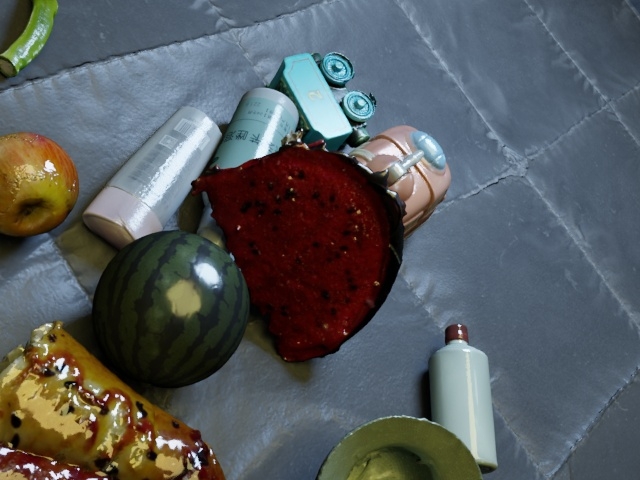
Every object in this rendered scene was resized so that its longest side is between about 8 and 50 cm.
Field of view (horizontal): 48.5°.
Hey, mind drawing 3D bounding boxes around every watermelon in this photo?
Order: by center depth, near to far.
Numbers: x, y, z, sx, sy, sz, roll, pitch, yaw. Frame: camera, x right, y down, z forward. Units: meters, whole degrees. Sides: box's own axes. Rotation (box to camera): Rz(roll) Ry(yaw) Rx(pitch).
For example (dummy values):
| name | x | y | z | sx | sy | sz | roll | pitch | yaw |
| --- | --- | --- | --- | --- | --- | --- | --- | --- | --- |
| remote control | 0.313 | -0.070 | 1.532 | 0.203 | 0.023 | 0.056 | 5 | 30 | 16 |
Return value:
| name | x | y | z | sx | sy | sz | roll | pitch | yaw |
| --- | --- | --- | --- | --- | --- | --- | --- | --- | --- |
| watermelon | -0.199 | 0.094 | 0.952 | 0.212 | 0.212 | 0.212 | 14 | 58 | -24 |

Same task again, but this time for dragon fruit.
| name | x | y | z | sx | sy | sz | roll | pitch | yaw |
| --- | --- | --- | --- | --- | --- | --- | --- | --- | --- |
| dragon fruit | 0.000 | 0.000 | 1.083 | 0.100 | 0.282 | 0.343 | -81 | 151 | -70 |

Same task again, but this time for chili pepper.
| name | x | y | z | sx | sy | sz | roll | pitch | yaw |
| --- | --- | --- | --- | --- | --- | --- | --- | --- | --- |
| chili pepper | -0.461 | -0.339 | 1.139 | 0.052 | 0.050 | 0.202 | 52 | 36 | -47 |

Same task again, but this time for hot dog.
| name | x | y | z | sx | sy | sz | roll | pitch | yaw |
| --- | --- | --- | --- | --- | --- | --- | --- | --- | --- |
| hot dog | -0.287 | 0.327 | 0.787 | 0.365 | 0.196 | 0.367 | 41 | 54 | -10 |

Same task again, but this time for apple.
| name | x | y | z | sx | sy | sz | roll | pitch | yaw |
| --- | --- | --- | --- | --- | --- | --- | --- | --- | --- |
| apple | -0.400 | -0.071 | 0.962 | 0.146 | 0.146 | 0.146 | 14 | 58 | -24 |

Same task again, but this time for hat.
| name | x | y | z | sx | sy | sz | roll | pitch | yaw |
| --- | --- | --- | --- | --- | --- | --- | --- | --- | --- |
| hat | 0.091 | 0.362 | 1.016 | 0.257 | 0.130 | 0.257 | 0 | 89 | -16 |

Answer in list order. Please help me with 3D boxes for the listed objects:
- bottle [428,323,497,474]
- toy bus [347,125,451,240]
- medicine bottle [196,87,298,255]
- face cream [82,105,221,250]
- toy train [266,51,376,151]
| name | x | y | z | sx | sy | sz | roll | pitch | yaw |
| --- | --- | --- | --- | --- | --- | --- | --- | --- | --- |
| bottle | 0.235 | 0.259 | 1.189 | 0.104 | 0.104 | 0.245 | 16 | 57 | -23 |
| toy bus | 0.100 | -0.087 | 1.222 | 0.287 | 0.232 | 0.194 | -35 | 83 | -37 |
| medicine bottle | -0.132 | -0.092 | 1.156 | 0.110 | 0.110 | 0.352 | 28 | 56 | -15 |
| face cream | -0.254 | -0.100 | 1.112 | 0.107 | 0.073 | 0.269 | 33 | 52 | -8 |
| toy train | -0.002 | -0.252 | 1.326 | 0.163 | 0.112 | 0.203 | -21 | 74 | -32 |
